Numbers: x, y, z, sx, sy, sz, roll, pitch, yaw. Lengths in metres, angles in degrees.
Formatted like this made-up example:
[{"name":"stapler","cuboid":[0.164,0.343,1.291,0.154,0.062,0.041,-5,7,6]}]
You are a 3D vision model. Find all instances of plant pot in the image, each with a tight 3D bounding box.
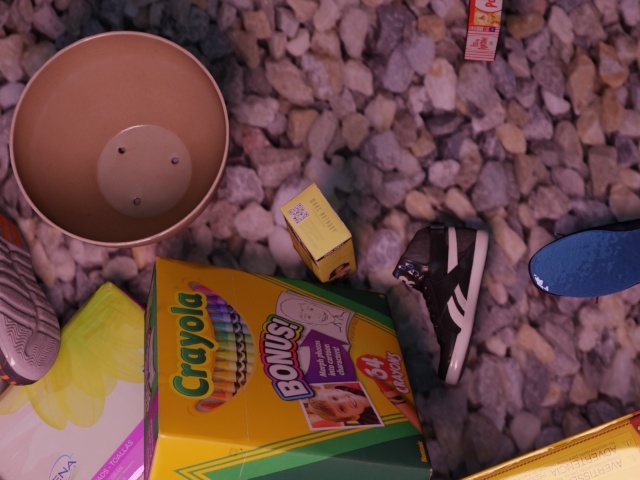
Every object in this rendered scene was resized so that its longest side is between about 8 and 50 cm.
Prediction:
[{"name":"plant pot","cuboid":[-0.251,-0.116,1.911,0.284,0.191,0.284,-1,79,4]}]

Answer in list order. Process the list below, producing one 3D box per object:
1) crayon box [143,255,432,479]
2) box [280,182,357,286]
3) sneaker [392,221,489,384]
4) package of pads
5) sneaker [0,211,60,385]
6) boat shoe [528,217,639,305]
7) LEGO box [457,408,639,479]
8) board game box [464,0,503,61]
[{"name":"crayon box","cuboid":[-0.054,0.176,1.729,0.313,0.363,0.106,10,119,-13]},{"name":"box","cuboid":[0.000,0.000,1.851,0.058,0.232,0.087,-35,79,-4]},{"name":"sneaker","cuboid":[0.150,0.081,1.911,0.121,0.079,0.217,10,71,9]},{"name":"package of pads","cuboid":[-0.295,0.228,1.890,0.229,0.101,0.296,39,83,9]},{"name":"sneaker","cuboid":[-0.456,0.108,1.881,0.180,0.124,0.321,-39,41,11]},{"name":"boat shoe","cuboid":[0.401,0.025,1.901,0.258,0.089,0.109,-8,91,-3]},{"name":"LEGO box","cuboid":[0.280,0.442,1.697,0.500,0.193,0.373,-24,78,17]},{"name":"board game box","cuboid":[0.229,-0.361,1.954,0.045,0.147,0.194,5,78,4]}]
